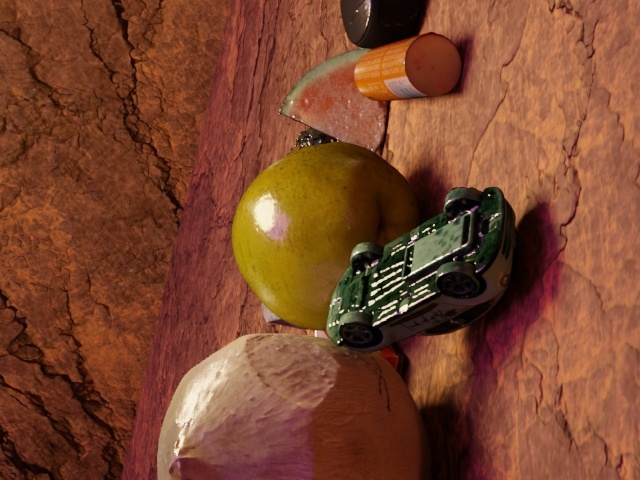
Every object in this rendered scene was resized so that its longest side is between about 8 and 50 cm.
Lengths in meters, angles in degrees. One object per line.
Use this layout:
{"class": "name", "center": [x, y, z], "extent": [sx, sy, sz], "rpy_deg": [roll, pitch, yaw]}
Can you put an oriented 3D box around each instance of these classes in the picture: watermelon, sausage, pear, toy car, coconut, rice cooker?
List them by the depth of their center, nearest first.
{"class": "toy car", "center": [0.137, 0.052, 1.553], "extent": [0.306, 0.125, 0.136], "rpy_deg": [-34, 34, 41]}
{"class": "coconut", "center": [-0.055, 0.291, 1.622], "extent": [0.346, 0.360, 0.346], "rpy_deg": [-14, 72, 50]}
{"class": "pear", "center": [0.005, -0.008, 1.856], "extent": [0.294, 0.294, 0.294], "rpy_deg": [-170, 90, -74]}
{"class": "sausage", "center": [0.120, -0.260, 1.922], "extent": [0.312, 0.093, 0.093], "rpy_deg": [-167, 87, -74]}
{"class": "rice cooker", "center": [0.097, -0.406, 2.040], "extent": [0.142, 0.118, 0.203], "rpy_deg": [127, 148, -59]}
{"class": "watermelon", "center": [0.036, -0.245, 2.109], "extent": [0.202, 0.207, 0.136], "rpy_deg": [51, 158, 48]}

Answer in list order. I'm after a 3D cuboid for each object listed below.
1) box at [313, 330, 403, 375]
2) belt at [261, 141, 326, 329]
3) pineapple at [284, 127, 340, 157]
{"class": "box", "center": [0.050, 0.198, 1.882], "extent": [0.182, 0.099, 0.133], "rpy_deg": [-130, 46, -68]}
{"class": "belt", "center": [0.000, 0.000, 2.142], "extent": [0.212, 0.117, 0.347], "rpy_deg": [-101, 28, -53]}
{"class": "pineapple", "center": [-0.007, -0.180, 2.262], "extent": [0.111, 0.119, 0.237], "rpy_deg": [20, 89, 53]}
